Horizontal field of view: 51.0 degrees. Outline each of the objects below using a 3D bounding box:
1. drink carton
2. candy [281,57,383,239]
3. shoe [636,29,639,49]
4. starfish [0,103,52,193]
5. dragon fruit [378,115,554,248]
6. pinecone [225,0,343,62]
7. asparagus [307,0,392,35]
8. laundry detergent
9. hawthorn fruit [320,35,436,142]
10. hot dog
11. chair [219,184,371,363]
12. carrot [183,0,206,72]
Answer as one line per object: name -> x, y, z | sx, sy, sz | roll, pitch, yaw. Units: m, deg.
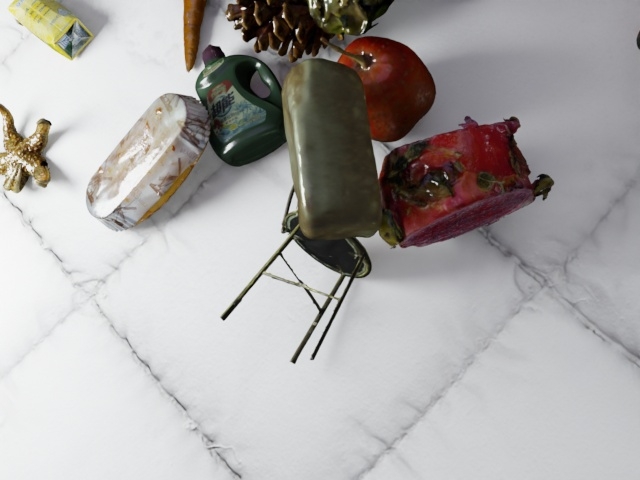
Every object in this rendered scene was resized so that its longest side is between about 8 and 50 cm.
drink carton -> -0.521, -0.422, 1.257 | 0.200, 0.074, 0.084 | 37, 87, 19
candy -> 0.011, -0.115, 0.859 | 0.104, 0.102, 0.234 | -3, 79, -14
shoe -> 0.525, -0.264, 0.912 | 0.171, 0.132, 0.336 | 2, 74, 20
starfish -> -0.528, -0.157, 1.186 | 0.190, 0.074, 0.146 | 32, 87, 20
dragon fruit -> 0.182, -0.088, 0.922 | 0.282, 0.211, 0.147 | -18, 77, -21
pinecone -> -0.048, -0.375, 1.067 | 0.212, 0.168, 0.185 | -23, 28, 22
asparagus -> 0.102, -0.431, 0.995 | 0.108, 0.128, 0.382 | 3, 40, 31
laundry detergent -> -0.136, -0.241, 1.104 | 0.144, 0.078, 0.221 | -26, 69, 14
hawthorn fruit -> 0.081, -0.234, 0.976 | 0.163, 0.203, 0.162 | -3, 76, 13
hot dog -> -0.279, -0.122, 1.094 | 0.268, 0.075, 0.144 | -40, 64, 16
chair -> 0.000, 0.000, 0.961 | 0.170, 0.160, 0.325 | 35, 69, -4
carrot -> -0.224, -0.399, 1.190 | 0.048, 0.048, 0.216 | 3, 81, 16
